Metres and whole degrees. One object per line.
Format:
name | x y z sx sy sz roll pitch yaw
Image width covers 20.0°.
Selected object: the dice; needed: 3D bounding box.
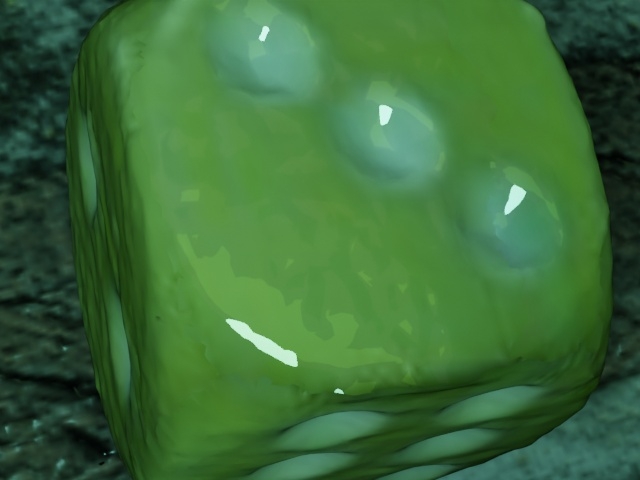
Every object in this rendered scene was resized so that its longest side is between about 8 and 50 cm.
dice | 0.000 0.000 0.677 0.166 0.169 0.169 -8 71 -16
